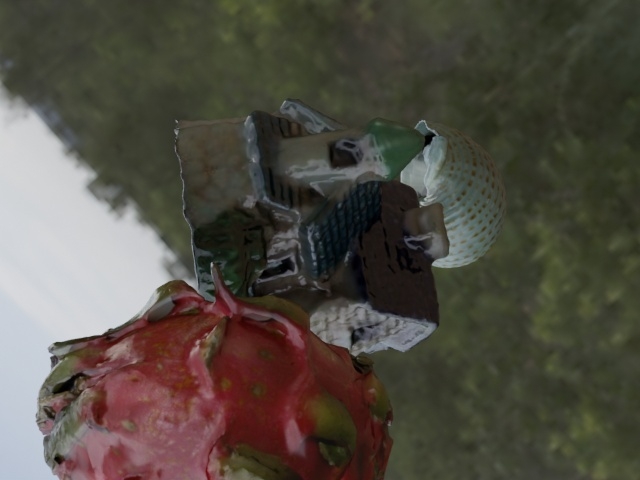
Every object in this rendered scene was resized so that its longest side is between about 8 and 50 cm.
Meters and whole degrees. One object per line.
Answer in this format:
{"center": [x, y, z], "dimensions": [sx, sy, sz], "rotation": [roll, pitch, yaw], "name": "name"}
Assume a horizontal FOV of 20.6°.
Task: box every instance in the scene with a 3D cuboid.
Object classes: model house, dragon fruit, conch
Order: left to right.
{"center": [-0.089, 0.161, 1.478], "dimensions": [0.237, 0.302, 0.231], "rotation": [102, 169, -62], "name": "dragon fruit"}
{"center": [0.000, -0.002, 1.896], "dimensions": [0.298, 0.284, 0.243], "rotation": [80, 176, -59], "name": "model house"}
{"center": [0.179, -0.063, 2.302], "dimensions": [0.172, 0.131, 0.200], "rotation": [-95, 15, -51], "name": "conch"}
